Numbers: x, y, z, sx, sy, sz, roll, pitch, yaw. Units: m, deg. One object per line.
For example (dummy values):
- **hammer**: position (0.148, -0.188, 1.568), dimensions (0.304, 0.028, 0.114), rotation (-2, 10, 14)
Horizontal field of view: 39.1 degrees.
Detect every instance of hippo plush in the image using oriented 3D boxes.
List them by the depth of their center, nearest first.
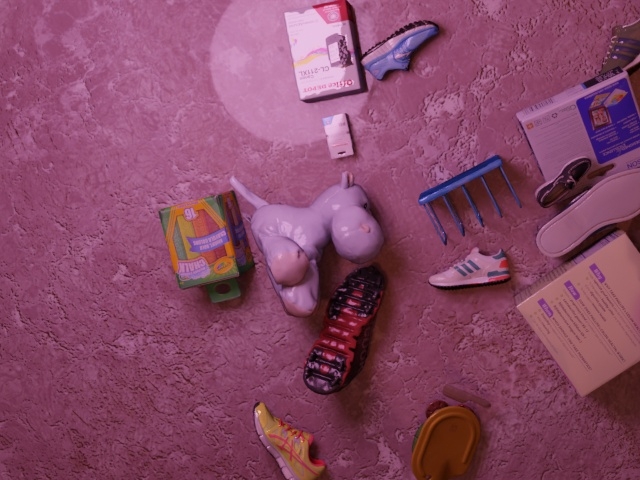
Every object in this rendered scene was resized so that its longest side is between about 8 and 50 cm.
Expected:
- **hippo plush**: position (0.000, 0.000, 1.764), dimensions (0.236, 0.234, 0.294), rotation (-23, 49, -6)

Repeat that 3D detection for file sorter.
- **file sorter**: position (0.286, -0.076, 1.722), dimensions (0.170, 0.118, 0.105), rotation (-27, 94, 11)

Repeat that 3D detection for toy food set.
- **toy food set**: position (0.249, 0.384, 1.811), dimensions (0.128, 0.071, 0.218), rotation (16, 102, -17)

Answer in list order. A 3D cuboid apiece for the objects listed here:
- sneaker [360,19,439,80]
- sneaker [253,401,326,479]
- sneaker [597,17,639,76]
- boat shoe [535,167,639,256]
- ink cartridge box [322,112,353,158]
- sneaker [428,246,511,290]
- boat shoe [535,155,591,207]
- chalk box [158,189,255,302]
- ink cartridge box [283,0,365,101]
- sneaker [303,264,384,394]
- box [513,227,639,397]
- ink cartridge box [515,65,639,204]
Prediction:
- **sneaker**: position (0.161, -0.368, 1.749), dimensions (0.162, 0.063, 0.073), rotation (-30, 109, 15)
- **sneaker**: position (-0.063, 0.412, 1.861), dimensions (0.094, 0.081, 0.209), rotation (-33, 97, 4)
- **sneaker**: position (0.565, -0.357, 1.676), dimensions (0.192, 0.064, 0.086), rotation (-41, 74, 15)
- **boat shoe**: position (0.521, -0.055, 1.704), dimensions (0.254, 0.079, 0.095), rotation (-39, 91, 14)
- **ink cartridge box**: position (0.037, -0.207, 1.793), dimensions (0.048, 0.028, 0.083), rotation (-12, 94, 11)
- **sneaker**: position (0.291, 0.054, 1.774), dimensions (0.161, 0.057, 0.075), rotation (-7, 78, 12)
- **boat shoe**: position (0.459, -0.108, 1.697), dimensions (0.125, 0.038, 0.046), rotation (-38, 122, 22)
- **chalk box**: position (-0.220, 0.021, 1.810), dimensions (0.132, 0.132, 0.213), rotation (-15, 94, 11)
- **ink cartridge box**: position (0.009, -0.366, 1.758), dimensions (0.127, 0.072, 0.175), rotation (-10, 94, 10)
- **sneaker**: position (0.054, 0.184, 1.803), dimensions (0.097, 0.135, 0.276), rotation (19, 76, 19)
- **box**: position (0.527, 0.133, 1.705), dimensions (0.243, 0.117, 0.214), rotation (-36, 89, 12)
- **ink cartridge box**: position (0.498, -0.194, 1.690), dimensions (0.206, 0.045, 0.208), rotation (-24, 123, 12)
